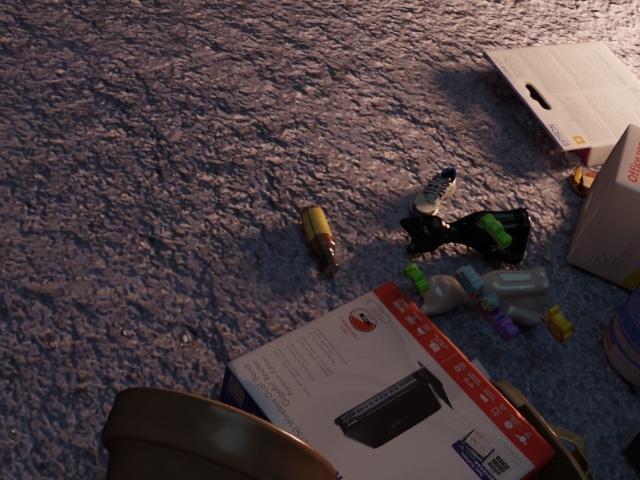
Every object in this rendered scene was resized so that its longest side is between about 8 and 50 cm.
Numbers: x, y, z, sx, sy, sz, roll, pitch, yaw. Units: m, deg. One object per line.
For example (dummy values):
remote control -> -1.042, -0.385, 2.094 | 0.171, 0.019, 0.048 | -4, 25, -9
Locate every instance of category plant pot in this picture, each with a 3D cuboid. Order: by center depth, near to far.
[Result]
plant pot -> -0.141, 0.310, 0.891 | 0.263, 0.263, 0.229 | 21, 62, 3

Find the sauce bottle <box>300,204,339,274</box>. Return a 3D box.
sauce bottle -> 0.000, 0.000, 1.352 | 0.042, 0.042, 0.128 | -2, 50, -19

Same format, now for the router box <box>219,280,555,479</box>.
router box -> 0.085, 0.243, 1.114 | 0.301, 0.082, 0.335 | -24, 58, -34

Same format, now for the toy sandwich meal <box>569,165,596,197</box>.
toy sandwich meal -> 0.518, -0.111, 1.622 | 0.086, 0.029, 0.085 | 9, 46, -9

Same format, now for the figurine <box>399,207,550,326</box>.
figurine -> 0.242, 0.040, 1.366 | 0.210, 0.092, 0.214 | 1, 47, -5

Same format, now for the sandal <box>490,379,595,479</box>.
sandal -> 0.325, 0.277, 1.152 | 0.079, 0.088, 0.240 | -15, 48, -27

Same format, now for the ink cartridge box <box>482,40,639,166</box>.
ink cartridge box -> 0.544, -0.293, 1.780 | 0.330, 0.071, 0.324 | -11, 52, -21

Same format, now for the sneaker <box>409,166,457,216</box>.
sneaker -> 0.201, -0.089, 1.485 | 0.052, 0.058, 0.135 | 31, 47, 13

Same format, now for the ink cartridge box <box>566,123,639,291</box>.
ink cartridge box -> 0.599, -0.029, 1.449 | 0.270, 0.197, 0.198 | 25, 45, 8

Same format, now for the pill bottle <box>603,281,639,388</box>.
pill bottle -> 0.550, 0.096, 1.260 | 0.153, 0.272, 0.152 | 8, 46, -9

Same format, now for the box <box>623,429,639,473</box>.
box -> 0.634, 0.321, 1.133 | 0.294, 0.182, 0.296 | -9, 49, -26

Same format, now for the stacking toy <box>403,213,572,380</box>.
stacking toy -> 0.247, 0.092, 1.260 | 0.167, 0.052, 0.221 | -30, 76, -13
